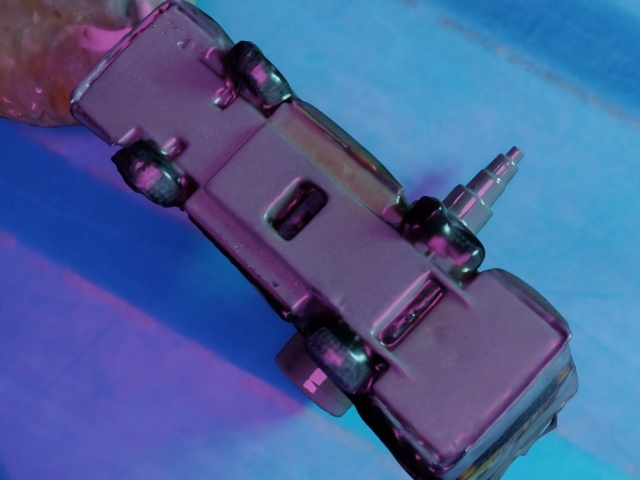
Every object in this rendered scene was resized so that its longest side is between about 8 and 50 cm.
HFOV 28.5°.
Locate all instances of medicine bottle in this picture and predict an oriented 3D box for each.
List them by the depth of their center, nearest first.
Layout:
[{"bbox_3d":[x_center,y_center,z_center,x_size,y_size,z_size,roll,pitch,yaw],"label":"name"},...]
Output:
[{"bbox_3d":[0.057,0.018,0.776,0.057,0.057,0.199,42,91,4],"label":"medicine bottle"}]

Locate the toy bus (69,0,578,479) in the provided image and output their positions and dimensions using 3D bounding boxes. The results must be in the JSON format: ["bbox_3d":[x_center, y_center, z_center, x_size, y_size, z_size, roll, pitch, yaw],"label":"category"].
[{"bbox_3d":[0.000,0.000,0.699,0.112,0.138,0.317,-43,63,-2],"label":"toy bus"}]

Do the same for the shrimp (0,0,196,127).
[{"bbox_3d":[-0.213,-0.286,0.788,0.221,0.110,0.446,-16,91,11],"label":"shrimp"}]
